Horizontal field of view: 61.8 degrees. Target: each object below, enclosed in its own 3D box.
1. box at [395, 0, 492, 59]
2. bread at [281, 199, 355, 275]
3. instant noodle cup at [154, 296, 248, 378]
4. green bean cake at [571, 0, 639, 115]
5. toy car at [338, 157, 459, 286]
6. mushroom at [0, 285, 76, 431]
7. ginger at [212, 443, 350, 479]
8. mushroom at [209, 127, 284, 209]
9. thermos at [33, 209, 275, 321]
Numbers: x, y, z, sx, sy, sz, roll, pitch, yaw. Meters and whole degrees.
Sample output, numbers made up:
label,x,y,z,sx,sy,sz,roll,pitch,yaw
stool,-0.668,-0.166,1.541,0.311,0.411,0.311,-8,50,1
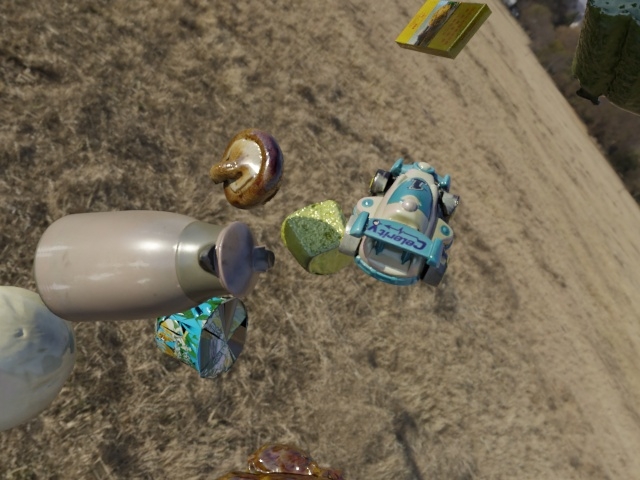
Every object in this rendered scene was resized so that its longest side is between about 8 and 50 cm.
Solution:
label,x,y,z,sx,sy,sz,roll,pitch,yaw
box,0.183,-0.327,0.821,0.023,0.087,0.155,32,9,-32
bread,0.000,0.000,0.998,0.111,0.129,0.114,78,-16,-52
instant noodle cup,-0.338,0.249,1.493,0.178,0.240,0.240,12,28,23
green bean cake,0.437,-0.240,0.565,0.250,0.247,0.156,36,-7,27
toy car,0.103,-0.033,0.608,0.126,0.098,0.161,23,70,7
mushroom,-0.646,0.200,1.037,0.315,0.315,0.356,-8,89,-57
ginger,0.003,0.542,1.069,0.418,0.176,0.254,16,11,25
mushroom,-0.106,-0.109,0.811,0.087,0.127,0.127,11,48,-51
thermos,-0.141,0.022,0.500,0.137,0.193,0.105,20,67,-66
